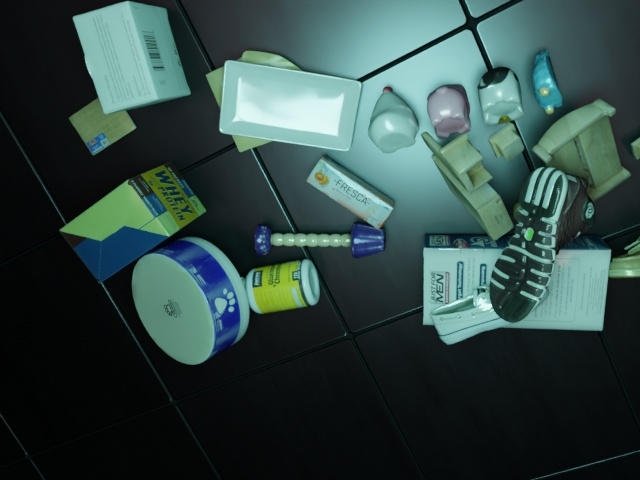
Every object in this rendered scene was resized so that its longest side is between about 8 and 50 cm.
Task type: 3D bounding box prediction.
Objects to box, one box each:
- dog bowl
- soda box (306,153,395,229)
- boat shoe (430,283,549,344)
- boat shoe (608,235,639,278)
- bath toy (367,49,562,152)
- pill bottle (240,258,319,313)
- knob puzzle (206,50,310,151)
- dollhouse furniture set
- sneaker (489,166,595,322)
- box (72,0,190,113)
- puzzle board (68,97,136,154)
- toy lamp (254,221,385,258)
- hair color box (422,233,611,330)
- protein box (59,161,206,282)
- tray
[{"bbox_3d":[-0.286,0.131,1.276,0.265,0.104,0.265,16,118,33],"label":"dog bowl"},{"bbox_3d":[0.065,-0.101,1.214,0.183,0.063,0.058,34,110,-2],"label":"soda box"},{"bbox_3d":[0.314,0.124,1.115,0.226,0.083,0.076,-31,101,20],"label":"boat shoe"},{"bbox_3d":[0.656,0.003,1.093,0.285,0.104,0.089,-16,92,-15],"label":"boat shoe"},{"bbox_3d":[0.257,-0.259,1.097,0.348,0.151,0.129,-11,67,17],"label":"bath toy"},{"bbox_3d":[-0.101,0.105,1.289,0.184,0.103,0.103,-11,105,13],"label":"pill bottle"},{"bbox_3d":[-0.110,-0.295,1.201,0.213,0.030,0.213,0,112,0],"label":"knob puzzle"},{"bbox_3d":[0.398,-0.190,1.066,0.355,0.174,0.303,-36,136,8],"label":"dollhouse furniture set"},{"bbox_3d":[0.408,0.013,1.030,0.162,0.106,0.281,-2,115,-34],"label":"sneaker"},{"bbox_3d":[-0.362,-0.356,1.150,0.119,0.182,0.181,-10,106,12],"label":"box"},{"bbox_3d":[-0.480,-0.260,1.294,0.128,0.011,0.096,-27,102,18],"label":"puzzle board"},{"bbox_3d":[0.000,0.000,1.250,0.275,0.080,0.080,-1,107,10],"label":"toy lamp"},{"bbox_3d":[0.383,0.080,1.189,0.347,0.105,0.174,1,108,10],"label":"hair color box"},{"bbox_3d":[-0.388,-0.043,1.243,0.200,0.201,0.136,-31,99,18],"label":"protein box"},{"bbox_3d":[-0.062,-0.269,1.179,0.270,0.030,0.145,8,112,-3],"label":"tray"}]
